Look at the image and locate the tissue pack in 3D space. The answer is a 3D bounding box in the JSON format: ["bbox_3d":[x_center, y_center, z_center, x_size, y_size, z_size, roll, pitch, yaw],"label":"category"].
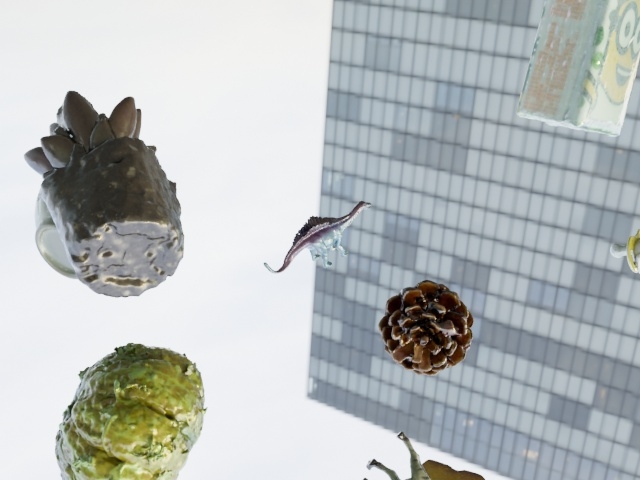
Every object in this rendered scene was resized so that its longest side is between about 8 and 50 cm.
[{"bbox_3d":[0.443,-0.333,1.415,0.128,0.311,0.228,17,-168,31],"label":"tissue pack"}]

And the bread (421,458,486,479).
[{"bbox_3d":[0.245,0.571,1.766,0.161,0.088,0.233,19,-114,13],"label":"bread"}]

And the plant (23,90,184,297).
[{"bbox_3d":[-0.315,-0.072,1.274,0.194,0.181,0.320,-25,-134,-1],"label":"plant"}]

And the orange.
[{"bbox_3d":[-0.332,0.321,1.474,0.223,0.300,0.301,28,-126,-13],"label":"orange"}]

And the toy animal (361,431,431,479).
[{"bbox_3d":[0.133,0.431,1.386,0.176,0.073,0.217,43,-138,3],"label":"toy animal"}]

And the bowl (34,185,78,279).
[{"bbox_3d":[-0.532,-0.014,1.959,0.337,0.337,0.157,14,-140,23],"label":"bowl"}]

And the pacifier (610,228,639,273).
[{"bbox_3d":[0.486,0.020,1.360,0.064,0.068,0.083,-1,-159,43],"label":"pacifier"}]

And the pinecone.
[{"bbox_3d":[0.174,0.148,1.439,0.173,0.173,0.173,3,-157,-1],"label":"pinecone"}]

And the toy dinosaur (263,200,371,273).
[{"bbox_3d":[0.000,0.000,1.286,0.197,0.080,0.045,-32,-140,-22],"label":"toy dinosaur"}]
